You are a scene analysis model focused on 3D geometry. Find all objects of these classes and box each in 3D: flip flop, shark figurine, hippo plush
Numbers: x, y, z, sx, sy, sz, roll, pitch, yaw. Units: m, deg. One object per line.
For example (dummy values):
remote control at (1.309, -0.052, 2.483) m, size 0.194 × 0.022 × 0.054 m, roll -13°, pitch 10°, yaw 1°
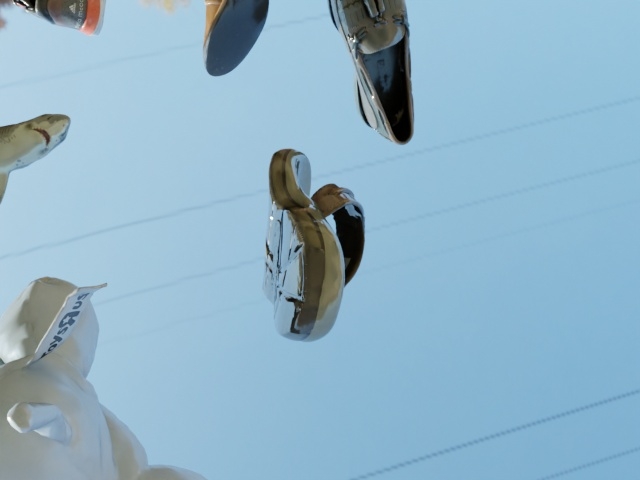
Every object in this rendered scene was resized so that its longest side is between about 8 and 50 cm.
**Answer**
flip flop at (0.000, 0.000, 0.726) m, size 0.080 × 0.112 × 0.277 m, roll 2°, pitch -166°, yaw -8°
shark figurine at (-0.473, -0.149, 1.229) m, size 0.278 × 0.166 × 0.116 m, roll 21°, pitch -154°, yaw -10°
hippo plush at (-0.164, 0.170, 0.708) m, size 0.236 × 0.294 × 0.234 m, roll 40°, pitch -147°, yaw -20°

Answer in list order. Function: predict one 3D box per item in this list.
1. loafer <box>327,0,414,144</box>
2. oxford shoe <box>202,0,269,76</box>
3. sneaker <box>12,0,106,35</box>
loafer at (0.077, -0.235, 1.149) m, size 0.096 × 0.267 × 0.084 m, roll -23°, pitch -137°, yaw -7°
oxford shoe at (-0.107, -0.299, 1.134) m, size 0.076 × 0.212 × 0.076 m, roll -14°, pitch -134°, yaw -40°
sneaker at (-0.221, -0.210, 0.772) m, size 0.065 × 0.061 × 0.158 m, roll 1°, pitch -159°, yaw -28°
